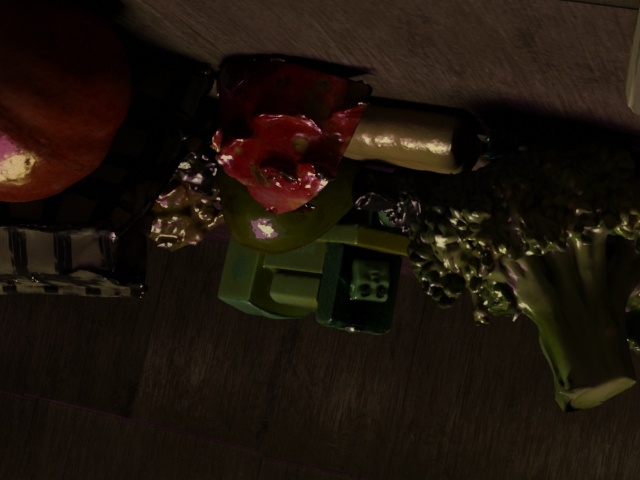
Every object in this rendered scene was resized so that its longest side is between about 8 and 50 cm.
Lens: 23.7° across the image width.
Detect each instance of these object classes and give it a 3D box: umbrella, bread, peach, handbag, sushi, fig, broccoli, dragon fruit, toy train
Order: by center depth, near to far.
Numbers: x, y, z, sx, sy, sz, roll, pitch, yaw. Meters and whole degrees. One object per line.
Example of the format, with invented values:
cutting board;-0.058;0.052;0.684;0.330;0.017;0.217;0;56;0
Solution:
peach;-0.306;-0.152;1.617;0.232;0.232;0.257;9;168;32
dragon fruit;-0.059;-0.115;1.730;0.126;0.161;0.274;13;176;-25
broccoli;0.288;0.023;1.774;0.277;0.317;0.338;-28;-177;20
handbag;-0.305;-0.083;1.807;0.327;0.325;0.162;3;139;27
toy train;0.219;-0.114;1.816;0.045;0.029;0.092;5;173;-2
bread;0.092;-0.124;1.821;0.178;0.060;0.139;10;174;21
umbrella;0.181;-0.050;1.955;0.336;0.128;0.154;7;167;-21
fig;-0.037;-0.078;1.965;0.191;0.181;0.181;-14;167;12
sushi;-0.221;-0.110;2.071;0.213;0.204;0.200;-24;132;12
toy train;0.000;0.000;2.254;0.160;0.253;0.397;15;175;-34

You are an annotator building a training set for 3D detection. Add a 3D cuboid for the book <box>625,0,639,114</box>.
book;0.414;-0.124;1.176;0.352;0.035;0.239;10;165;12
